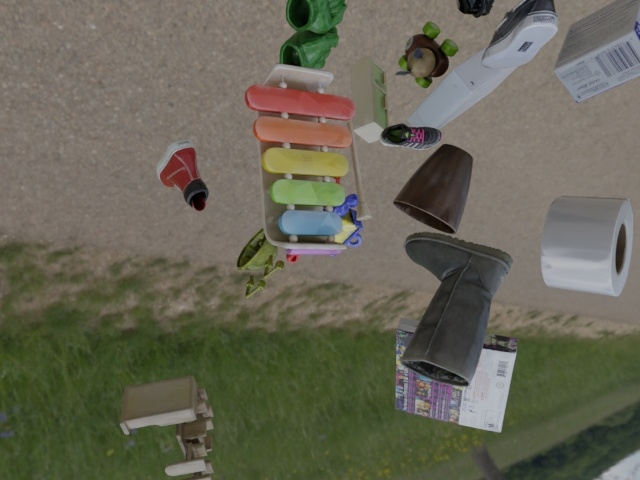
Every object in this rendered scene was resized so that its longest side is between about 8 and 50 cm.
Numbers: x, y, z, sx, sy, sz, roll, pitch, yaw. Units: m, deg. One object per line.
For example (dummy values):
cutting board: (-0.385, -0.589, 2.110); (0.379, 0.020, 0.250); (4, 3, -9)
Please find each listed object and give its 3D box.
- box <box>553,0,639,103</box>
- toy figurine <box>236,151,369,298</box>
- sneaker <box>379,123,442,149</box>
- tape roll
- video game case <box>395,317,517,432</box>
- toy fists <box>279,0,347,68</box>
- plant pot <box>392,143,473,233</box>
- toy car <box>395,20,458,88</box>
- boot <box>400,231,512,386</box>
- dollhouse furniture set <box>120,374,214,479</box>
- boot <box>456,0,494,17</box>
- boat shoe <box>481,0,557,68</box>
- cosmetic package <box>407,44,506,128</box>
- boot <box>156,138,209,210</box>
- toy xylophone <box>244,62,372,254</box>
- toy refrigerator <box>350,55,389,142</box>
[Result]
box: (0.434, -0.292, 0.939); (0.126, 0.072, 0.137); (-21, -149, 49)
toy figurine: (0.000, 0.000, 1.416); (0.217, 0.191, 0.362); (24, 120, -35)
sneaker: (0.240, -0.280, 1.686); (0.170, 0.063, 0.075); (4, -179, 12)
tape roll: (0.684, 0.012, 1.603); (0.169, 0.246, 0.246); (6, 176, 36)
video game case: (0.245, 0.254, 1.170); (0.210, 0.042, 0.232); (8, 130, 16)
toy fists: (-0.010, -0.507, 1.481); (0.142, 0.096, 0.279); (-47, 166, -29)
plant pot: (0.369, -0.170, 1.921); (0.230, 0.215, 0.215); (-62, 153, -4)
toy car: (0.284, -0.532, 1.833); (0.188, 0.149, 0.155); (-31, 165, -49)
boot: (0.169, 0.095, 0.916); (0.076, 0.189, 0.209); (46, 64, -44)
dollhouse furniture set: (-0.355, 0.447, 1.488); (0.161, 0.212, 0.242); (-10, 128, -2)
boot: (0.251, -0.611, 1.405); (0.260, 0.131, 0.348); (-9, 161, 10)
boat shoe: (0.461, -0.490, 1.468); (0.108, 0.102, 0.301); (4, 175, -3)
cosmetic package: (0.475, -0.491, 1.931); (0.377, 0.097, 0.284); (-37, 178, -28)
boot: (-0.366, -0.144, 1.680); (0.088, 0.176, 0.244); (-19, 174, -25)
toy xylophone: (-0.009, -0.132, 1.054); (0.236, 0.323, 0.081); (-9, 176, -32)
toy refrigerator: (0.170, -0.477, 2.117); (0.094, 0.270, 0.102); (-18, 149, 33)
